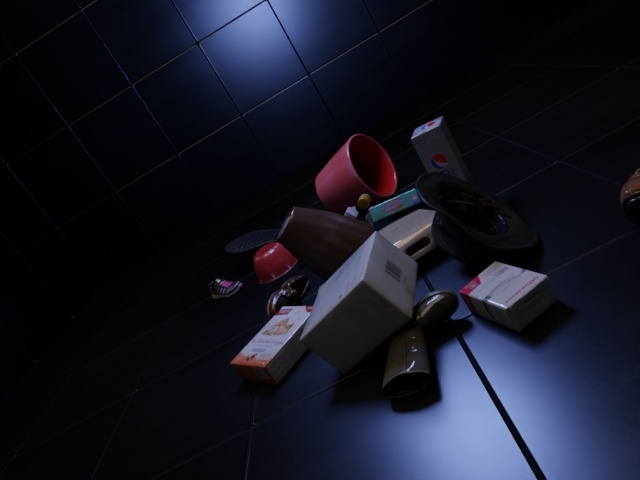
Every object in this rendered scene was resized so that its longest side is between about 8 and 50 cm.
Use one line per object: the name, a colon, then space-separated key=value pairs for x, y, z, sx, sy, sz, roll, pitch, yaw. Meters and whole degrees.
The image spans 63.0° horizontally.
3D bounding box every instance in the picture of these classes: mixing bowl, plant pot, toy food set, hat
mixing bowl: x=-0.184 y=0.071 z=1.977 sx=0.181 sy=0.098 sz=0.181 roll=-28 pitch=17 yaw=9
plant pot: x=0.127 y=-0.244 z=2.076 sx=0.243 sy=0.275 sz=0.275 roll=-30 pitch=14 yaw=42
toy food set: x=0.127 y=-0.060 z=1.756 sx=0.232 sy=0.111 sz=0.104 roll=-63 pitch=0 yaw=32
plant pot: x=0.000 y=0.000 z=1.517 sx=0.215 sy=0.230 sz=0.215 roll=-61 pitch=12 yaw=21
hat: x=0.349 y=-0.033 z=1.266 sx=0.331 sy=0.331 sz=0.134 roll=-67 pitch=1 yaw=-61
toy food set: x=0.237 y=0.007 z=1.506 sx=0.219 sy=0.092 sz=0.306 roll=-33 pitch=9 yaw=-4

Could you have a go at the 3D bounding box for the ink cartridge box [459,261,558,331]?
ink cartridge box: x=0.368 y=0.107 z=1.031 sx=0.109 sy=0.063 sz=0.150 roll=-35 pitch=19 yaw=-12

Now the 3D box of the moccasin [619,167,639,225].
moccasin: x=0.754 y=-0.128 z=0.940 sx=0.380 sy=0.139 sz=0.147 roll=-25 pitch=25 yaw=50

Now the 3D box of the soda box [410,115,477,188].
soda box: x=0.364 y=-0.199 z=1.489 sx=0.091 sy=0.286 sz=0.098 roll=-22 pitch=19 yaw=28

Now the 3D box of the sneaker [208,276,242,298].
sneaker: x=-0.378 y=0.179 z=2.042 sx=0.170 sy=0.075 sz=0.063 roll=-16 pitch=23 yaw=39

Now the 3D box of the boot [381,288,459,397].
boot: x=0.201 y=0.200 z=1.040 sx=0.189 sy=0.076 sz=0.208 roll=-41 pitch=7 yaw=20

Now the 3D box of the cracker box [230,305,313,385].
cracker box: x=-0.106 y=0.268 z=1.373 sx=0.155 sy=0.067 sz=0.232 roll=-10 pitch=27 yaw=47

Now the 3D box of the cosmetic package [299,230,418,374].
cosmetic package: x=0.090 y=0.136 z=1.181 sx=0.225 sy=0.138 sz=0.224 roll=-49 pitch=8 yaw=29

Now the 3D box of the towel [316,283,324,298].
towel: x=0.042 y=0.169 z=1.368 sx=0.113 sy=0.023 sz=0.152 roll=11 pitch=27 yaw=4

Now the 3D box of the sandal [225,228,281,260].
sandal: x=-0.198 y=0.027 z=2.149 sx=0.445 sy=0.107 sz=0.167 roll=-8 pitch=25 yaw=25

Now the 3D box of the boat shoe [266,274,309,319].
boat shoe: x=-0.097 y=0.169 z=1.610 sx=0.073 sy=0.073 sz=0.207 roll=-23 pitch=20 yaw=30

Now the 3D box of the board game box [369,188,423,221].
board game box: x=0.265 y=-0.112 z=1.674 sx=0.160 sy=0.047 sz=0.210 roll=-23 pitch=-6 yaw=23

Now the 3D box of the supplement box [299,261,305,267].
supplement box: x=-0.045 y=0.043 z=1.888 sx=0.083 sy=0.056 sz=0.083 roll=-30 pitch=18 yaw=5
